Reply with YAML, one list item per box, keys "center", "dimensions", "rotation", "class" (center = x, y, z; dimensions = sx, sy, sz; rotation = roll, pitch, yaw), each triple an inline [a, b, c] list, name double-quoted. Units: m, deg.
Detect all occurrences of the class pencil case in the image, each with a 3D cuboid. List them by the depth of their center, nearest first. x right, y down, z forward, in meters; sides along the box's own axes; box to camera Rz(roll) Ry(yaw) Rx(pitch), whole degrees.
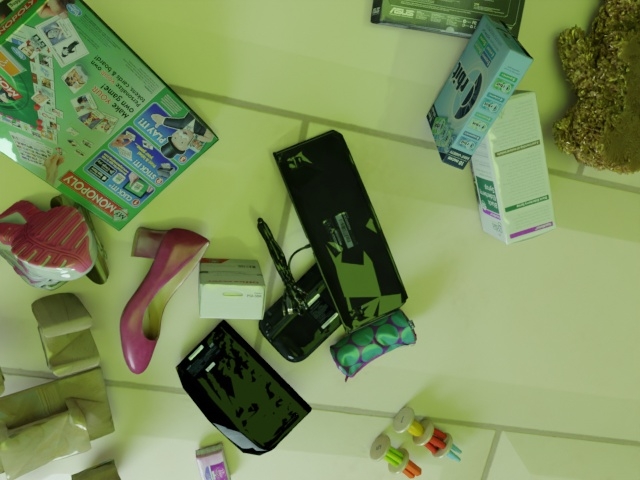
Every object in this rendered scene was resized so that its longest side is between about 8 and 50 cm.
- center: [0.094, 0.180, 1.122]
  dimensions: [0.152, 0.064, 0.070]
  rotation: [-28, 69, -1]
  class: "pencil case"

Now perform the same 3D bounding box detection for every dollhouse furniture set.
- center: [-0.535, 0.296, 0.996]
  dimensions: [0.394, 0.256, 0.362]
  rotation: [-15, 109, -28]
  class: "dollhouse furniture set"

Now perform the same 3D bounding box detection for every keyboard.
- center: [0.000, 0.000, 1.039]
  dimensions: [0.202, 0.033, 0.317]
  rotation: [-22, 93, -11]
  class: "keyboard"

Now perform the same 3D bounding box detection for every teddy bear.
- center: [0.494, -0.278, 1.066]
  dimensions: [0.245, 0.113, 0.337]
  rotation: [-1, 97, -17]
  class: "teddy bear"

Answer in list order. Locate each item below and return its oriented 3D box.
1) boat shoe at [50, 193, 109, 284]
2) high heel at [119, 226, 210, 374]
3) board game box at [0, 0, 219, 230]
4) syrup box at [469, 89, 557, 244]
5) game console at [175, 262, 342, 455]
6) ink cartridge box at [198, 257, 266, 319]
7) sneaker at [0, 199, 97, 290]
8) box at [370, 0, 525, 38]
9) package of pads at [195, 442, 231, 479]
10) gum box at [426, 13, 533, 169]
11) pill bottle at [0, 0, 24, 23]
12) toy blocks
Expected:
- center: [-0.361, -0.005, 0.999]
  dimensions: [0.048, 0.056, 0.153]
  rotation: [-38, 110, -43]
  class: "boat shoe"
- center: [-0.243, 0.100, 1.021]
  dimensions: [0.117, 0.082, 0.244]
  rotation: [9, 91, 11]
  class: "high heel"
- center: [-0.314, -0.167, 0.881]
  dimensions: [0.213, 0.046, 0.317]
  rotation: [-41, 140, 3]
  class: "board game box"
- center: [0.309, -0.122, 1.067]
  dimensions: [0.096, 0.093, 0.236]
  rotation: [-16, 107, -6]
  class: "syrup box"
- center: [-0.055, 0.176, 1.081]
  dimensions: [0.361, 0.044, 0.213]
  rotation: [-44, 90, -1]
  class: "game console"
- center: [-0.142, 0.074, 1.013]
  dimensions: [0.099, 0.135, 0.056]
  rotation: [3, 105, -11]
  class: "ink cartridge box"
- center: [-0.383, 0.017, 0.924]
  dimensions: [0.103, 0.252, 0.111]
  rotation: [-46, 129, -26]
  class: "sneaker"
- center: [0.205, -0.411, 0.990]
  dimensions: [0.231, 0.056, 0.183]
  rotation: [4, 103, -12]
  class: "box"
- center: [-0.190, 0.405, 1.148]
  dimensions: [0.050, 0.032, 0.083]
  rotation: [-12, 107, -6]
  class: "package of pads"
- center: [0.229, -0.223, 0.962]
  dimensions: [0.041, 0.157, 0.184]
  rotation: [18, 124, -14]
  class: "gum box"
- center: [-0.414, -0.280, 0.883]
  dimensions: [0.108, 0.108, 0.193]
  rotation: [-43, 108, 3]
  class: "pill bottle"
- center: [0.183, 0.395, 1.203]
  dimensions: [0.148, 0.054, 0.123]
  rotation: [37, 95, -18]
  class: "toy blocks"
